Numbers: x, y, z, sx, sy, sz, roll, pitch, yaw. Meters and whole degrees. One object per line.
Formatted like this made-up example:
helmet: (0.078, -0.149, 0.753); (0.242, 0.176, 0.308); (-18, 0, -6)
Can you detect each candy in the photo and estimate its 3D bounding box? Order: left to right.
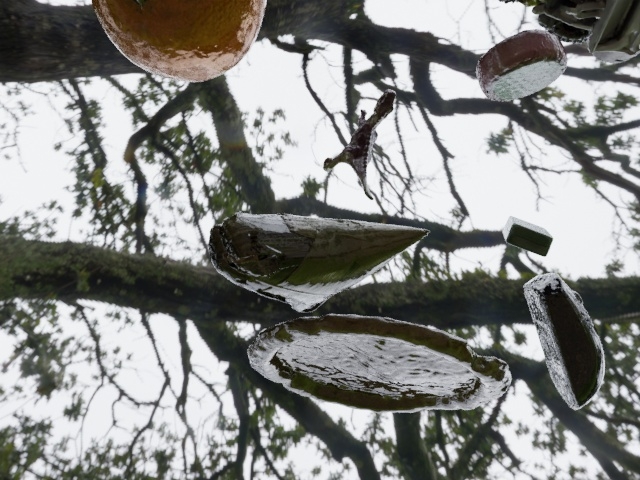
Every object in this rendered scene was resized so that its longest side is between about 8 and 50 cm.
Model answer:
candy: (0.232, -0.202, 0.817); (0.103, 0.103, 0.043); (-13, -105, 0)

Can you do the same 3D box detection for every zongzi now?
zongzi: (0.000, 0.000, 1.241); (0.318, 0.289, 0.154); (-25, -114, 21)

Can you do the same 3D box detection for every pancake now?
pancake: (0.041, 0.094, 0.509); (0.199, 0.199, 0.021); (13, -116, -7)

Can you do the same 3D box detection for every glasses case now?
glasses case: (0.386, -0.010, 1.322); (0.078, 0.184, 0.039); (21, -80, 10)

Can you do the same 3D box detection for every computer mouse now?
computer mouse: (0.493, 0.193, 1.388); (0.100, 0.170, 0.269); (-18, -85, 1)

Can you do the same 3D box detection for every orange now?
orange: (-0.247, -0.438, 1.246); (0.313, 0.312, 0.311); (-1, -75, -4)

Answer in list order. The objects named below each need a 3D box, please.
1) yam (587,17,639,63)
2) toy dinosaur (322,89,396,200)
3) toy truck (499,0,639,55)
yam: (0.594, -0.413, 1.275); (0.131, 0.279, 0.130); (0, -94, -3)
toy dinosaur: (0.078, -0.173, 1.412); (0.072, 0.200, 0.251); (33, -114, -15)
toy truck: (0.306, -0.348, 0.943); (0.111, 0.286, 0.136); (-30, -32, -31)
